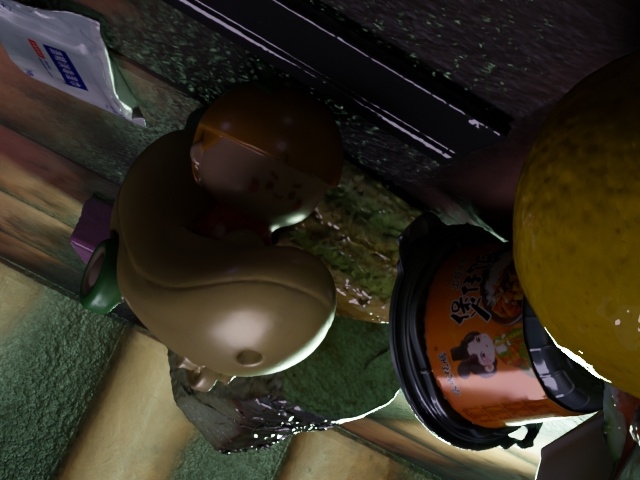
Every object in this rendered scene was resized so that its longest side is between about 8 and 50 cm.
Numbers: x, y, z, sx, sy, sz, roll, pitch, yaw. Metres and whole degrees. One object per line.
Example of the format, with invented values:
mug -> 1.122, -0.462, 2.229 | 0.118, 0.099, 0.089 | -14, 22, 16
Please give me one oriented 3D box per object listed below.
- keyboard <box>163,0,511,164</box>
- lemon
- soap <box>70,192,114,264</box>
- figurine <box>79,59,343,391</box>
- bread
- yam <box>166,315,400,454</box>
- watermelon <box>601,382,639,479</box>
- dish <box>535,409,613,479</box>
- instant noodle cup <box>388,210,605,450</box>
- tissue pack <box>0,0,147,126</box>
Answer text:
keyboard -> -0.029, -0.133, 0.744 | 0.309, 0.018, 0.101 | 29, 165, -13
lemon -> 0.177, -0.006, 0.513 | 0.207, 0.170, 0.170 | -2, 151, 45
soap -> -0.201, 0.042, 1.622 | 0.259, 0.081, 0.181 | 25, 167, 4
figurine -> -0.062, -0.014, 0.862 | 0.124, 0.222, 0.324 | 26, -178, -24
bread -> 0.000, 0.000, 1.033 | 0.138, 0.102, 0.196 | 34, 166, -22
yam -> -0.042, 0.119, 1.239 | 0.201, 0.202, 0.271 | 5, 158, -35
watermelon -> 0.194, 0.139, 0.631 | 0.320, 0.289, 0.214 | 27, 143, 59
dish -> 0.226, 0.154, 0.883 | 0.154, 0.234, 0.064 | -39, 76, 37
instant noodle cup -> 0.155, 0.068, 0.894 | 0.125, 0.178, 0.208 | -11, 131, 48
tissue pack -> -0.216, -0.155, 0.996 | 0.122, 0.026, 0.193 | 23, 167, 10
